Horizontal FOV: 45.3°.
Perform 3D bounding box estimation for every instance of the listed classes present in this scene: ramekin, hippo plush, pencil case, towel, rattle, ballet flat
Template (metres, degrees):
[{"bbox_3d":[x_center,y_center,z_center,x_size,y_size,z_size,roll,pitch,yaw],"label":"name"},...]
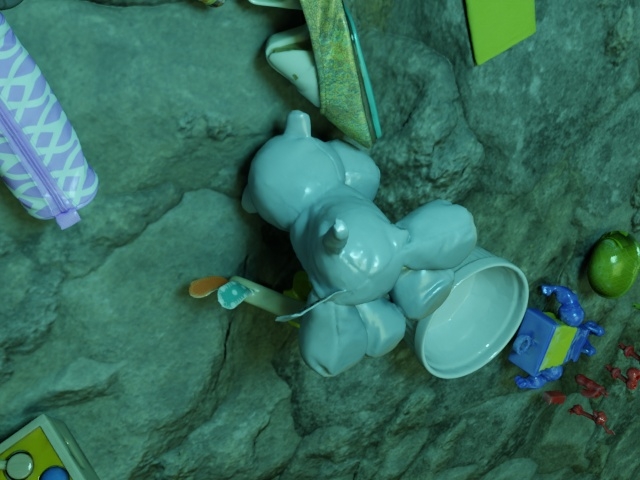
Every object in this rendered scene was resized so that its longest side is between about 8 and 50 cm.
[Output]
[{"bbox_3d":[0.207,0.099,1.181,0.207,0.109,0.207,-17,127,-25],"label":"ramekin"},{"bbox_3d":[0.000,0.000,0.887,0.294,0.236,0.234,-3,131,-47],"label":"hippo plush"},{"bbox_3d":[-0.282,-0.112,0.709,0.086,0.088,0.206,-33,133,-11],"label":"pencil case"},{"bbox_3d":[0.216,-0.343,0.961,0.102,0.021,0.237,-30,133,-9],"label":"towel"},{"bbox_3d":[-0.050,0.038,0.967,0.200,0.130,0.143,28,99,-30],"label":"rattle"},{"bbox_3d":[-0.016,-0.243,0.809,0.123,0.123,0.348,-29,132,-17],"label":"ballet flat"}]

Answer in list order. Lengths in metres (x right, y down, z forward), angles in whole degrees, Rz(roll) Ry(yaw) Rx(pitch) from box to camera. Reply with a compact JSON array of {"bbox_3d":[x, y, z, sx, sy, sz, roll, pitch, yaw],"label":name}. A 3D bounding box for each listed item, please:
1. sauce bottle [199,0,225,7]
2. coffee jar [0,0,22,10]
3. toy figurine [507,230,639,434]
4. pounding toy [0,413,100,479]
[{"bbox_3d":[-0.144,-0.269,0.737,0.128,0.042,0.042,21,105,-39],"label":"sauce bottle"},{"bbox_3d":[-0.264,-0.238,0.571,0.079,0.184,0.096,11,111,-40],"label":"coffee jar"},{"bbox_3d":[0.441,0.167,1.347,0.217,0.191,0.362,2,116,-31],"label":"toy figurine"},{"bbox_3d":[-0.352,0.276,0.894,0.130,0.141,0.100,-36,161,-11],"label":"pounding toy"}]
